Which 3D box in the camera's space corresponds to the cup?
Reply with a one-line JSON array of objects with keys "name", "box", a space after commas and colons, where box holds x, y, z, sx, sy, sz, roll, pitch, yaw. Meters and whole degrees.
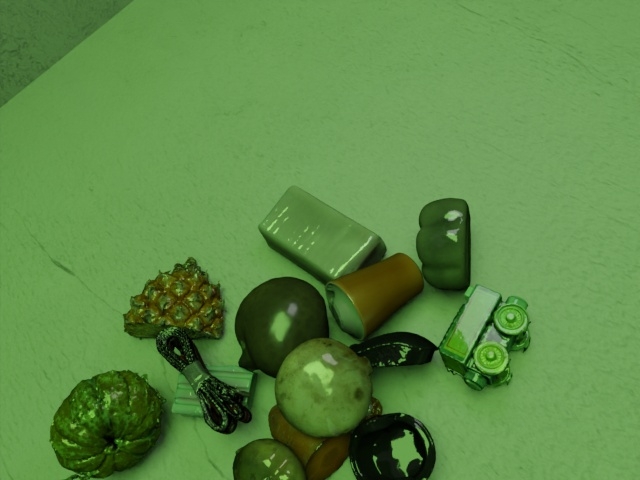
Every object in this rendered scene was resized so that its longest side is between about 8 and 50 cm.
[{"name": "cup", "box": [0.142, 0.150, 1.610, 0.264, 0.226, 0.182, -28, 92, -21]}]

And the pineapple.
[{"name": "pineapple", "box": [-0.463, 0.146, 1.761, 0.344, 0.209, 0.286, -2, 63, 15]}]

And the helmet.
[{"name": "helmet", "box": [0.177, 0.524, 1.410, 0.215, 0.193, 0.189, -23, 65, 11]}]

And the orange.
[{"name": "orange", "box": [-0.585, 0.488, 1.564, 0.223, 0.300, 0.301, 36, 120, 45]}]

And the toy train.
[{"name": "toy train", "box": [0.436, 0.256, 1.510, 0.188, 0.159, 0.272, 25, 72, 31]}]

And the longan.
[{"name": "longan", "box": [-0.109, 0.250, 1.601, 0.300, 0.243, 0.300, -19, 48, 23]}]

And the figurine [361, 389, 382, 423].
[{"name": "figurine", "box": [0.103, 0.449, 1.548, 0.143, 0.068, 0.101, -5, 58, 26]}]

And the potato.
[{"name": "potato", "box": [-0.130, 0.581, 1.418, 0.191, 0.296, 0.141, 47, 53, 3]}]

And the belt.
[{"name": "belt", "box": [-0.328, 0.377, 1.571, 0.359, 0.094, 0.126, 39, 81, 27]}]

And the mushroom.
[{"name": "mushroom", "box": [0.013, 0.363, 1.415, 0.254, 0.184, 0.255, -3, 70, 8]}]

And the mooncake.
[{"name": "mooncake", "box": [0.352, 0.012, 1.600, 0.135, 0.275, 0.275, -2, 63, 22]}]

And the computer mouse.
[{"name": "computer mouse", "box": [0.166, 0.293, 1.540, 0.295, 0.168, 0.087, -8, 82, 15]}]

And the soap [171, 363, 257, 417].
[{"name": "soap", "box": [-0.293, 0.434, 1.638, 0.230, 0.091, 0.145, 1, 66, 14]}]

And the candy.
[{"name": "candy", "box": [0.001, -0.003, 1.757, 0.358, 0.145, 0.208, 34, 76, 28]}]

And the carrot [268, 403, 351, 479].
[{"name": "carrot", "box": [-0.049, 0.516, 1.518, 0.225, 0.159, 0.159, 26, 72, 39]}]
